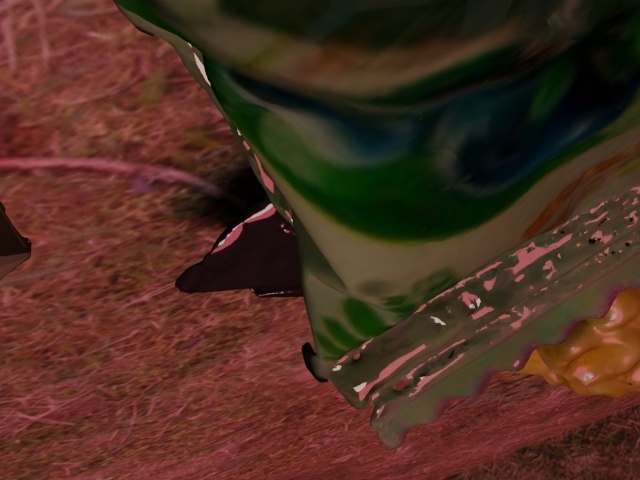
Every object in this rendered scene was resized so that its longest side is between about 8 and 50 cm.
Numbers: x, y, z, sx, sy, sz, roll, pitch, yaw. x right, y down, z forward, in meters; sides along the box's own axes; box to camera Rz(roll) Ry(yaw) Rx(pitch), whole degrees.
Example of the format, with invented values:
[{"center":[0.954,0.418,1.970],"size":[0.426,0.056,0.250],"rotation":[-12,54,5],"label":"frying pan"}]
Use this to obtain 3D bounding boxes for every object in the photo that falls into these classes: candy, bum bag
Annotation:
[{"center":[0.054,-0.067,0.448],"size":[0.262,0.172,0.398],"rotation":[-27,132,11],"label":"candy"},{"center":[0.000,0.000,0.774],"size":[0.123,0.060,0.248],"rotation":[-29,158,22],"label":"bum bag"}]

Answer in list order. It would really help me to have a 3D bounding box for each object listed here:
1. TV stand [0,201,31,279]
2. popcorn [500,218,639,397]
[{"center":[-0.272,0.053,0.551],"size":[0.269,0.088,0.083],"rotation":[-37,170,18],"label":"TV stand"},{"center":[0.152,-0.017,0.696],"size":[0.181,0.217,0.235],"rotation":[-1,150,48],"label":"popcorn"}]
